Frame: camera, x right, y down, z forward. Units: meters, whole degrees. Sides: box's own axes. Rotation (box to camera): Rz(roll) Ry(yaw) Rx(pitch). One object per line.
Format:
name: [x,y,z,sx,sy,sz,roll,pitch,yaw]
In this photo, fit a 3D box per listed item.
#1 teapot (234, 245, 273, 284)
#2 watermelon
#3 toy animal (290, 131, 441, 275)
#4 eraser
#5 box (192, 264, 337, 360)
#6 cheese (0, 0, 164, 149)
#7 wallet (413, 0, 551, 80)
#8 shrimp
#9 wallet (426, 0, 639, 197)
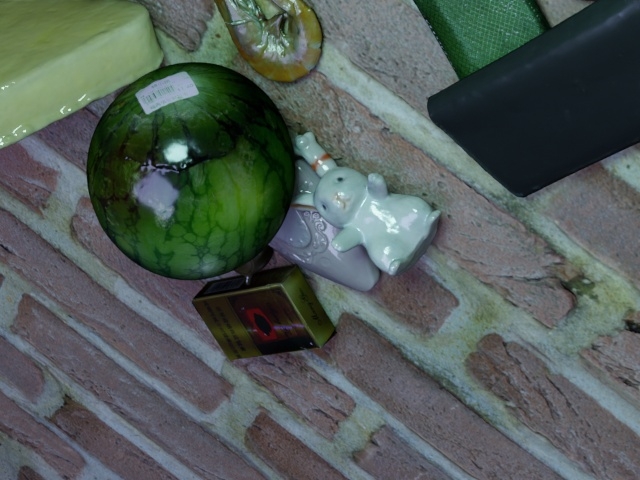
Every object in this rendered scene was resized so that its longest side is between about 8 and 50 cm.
teapot: [-0.136,0.022,2.274,0.076,0.068,0.121,8,126,29]
watermelon: [-0.203,-0.108,2.024,0.363,0.363,0.363,18,133,20]
toy animal: [0.053,-0.055,2.035,0.282,0.138,0.140,32,97,0]
eraser: [-0.001,0.001,2.174,0.243,0.059,0.204,43,137,2]
box: [-0.107,0.139,2.356,0.240,0.071,0.159,-11,116,40]
cheese: [-0.491,-0.273,2.066,0.384,0.384,0.104,8,133,28]
wallet: [0.227,-0.318,1.770,0.160,0.055,0.236,-14,124,37]
shrimp: [-0.096,-0.352,1.952,0.150,0.068,0.248,-34,108,33]
wallet: [0.359,-0.203,1.747,0.228,0.062,0.406,37,141,-25]
